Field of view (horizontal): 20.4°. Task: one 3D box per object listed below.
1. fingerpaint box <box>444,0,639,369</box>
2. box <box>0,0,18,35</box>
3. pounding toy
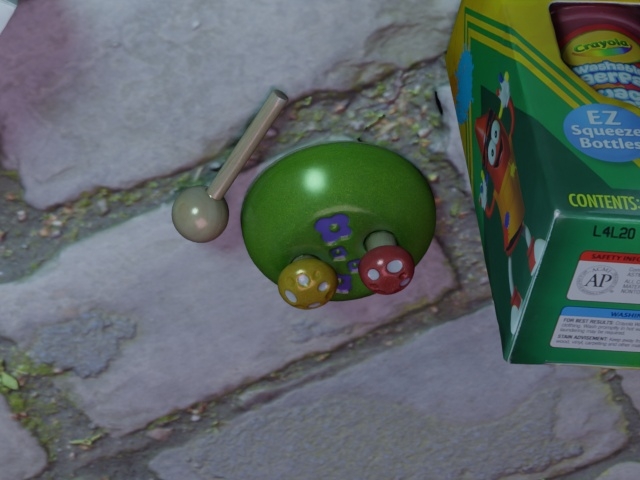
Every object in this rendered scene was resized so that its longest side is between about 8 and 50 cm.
[{"bbox_3d":[0.349,-0.077,1.404,0.445,0.371,0.163,4,133,-9],"label":"fingerpaint box"},{"bbox_3d":[-0.331,-0.165,1.426,0.103,0.114,0.203,22,126,-25],"label":"box"},{"bbox_3d":[0.000,0.000,1.610,0.237,0.110,0.183,29,122,-28],"label":"pounding toy"}]
